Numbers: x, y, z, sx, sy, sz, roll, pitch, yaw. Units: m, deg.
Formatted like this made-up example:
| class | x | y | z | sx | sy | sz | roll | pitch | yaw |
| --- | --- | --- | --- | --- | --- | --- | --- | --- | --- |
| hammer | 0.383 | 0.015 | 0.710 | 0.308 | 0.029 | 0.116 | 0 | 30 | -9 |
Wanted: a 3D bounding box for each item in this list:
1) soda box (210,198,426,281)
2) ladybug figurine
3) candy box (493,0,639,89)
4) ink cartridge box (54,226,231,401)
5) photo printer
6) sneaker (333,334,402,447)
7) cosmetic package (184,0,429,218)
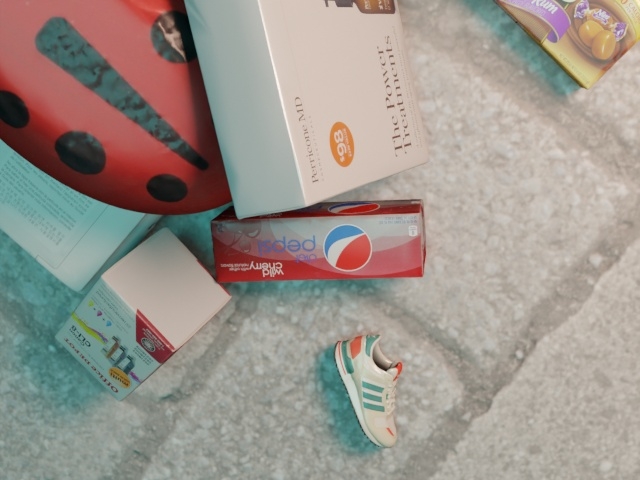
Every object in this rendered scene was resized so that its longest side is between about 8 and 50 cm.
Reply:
| class | x | y | z | sx | sy | sz | roll | pitch | yaw |
| --- | --- | --- | --- | --- | --- | --- | --- | --- | --- |
| soda box | 0.000 | 0.000 | 1.035 | 0.263 | 0.092 | 0.084 | -2 | 105 | 11 |
| ladybug figurine | -0.226 | -0.191 | 0.866 | 0.449 | 0.162 | 0.305 | 37 | 101 | -15 |
| candy box | 0.279 | -0.278 | 0.941 | 0.186 | 0.053 | 0.109 | 44 | 106 | -3 |
| ink cartridge box | -0.230 | 0.098 | 1.050 | 0.128 | 0.127 | 0.176 | 46 | 134 | -2 |
| photo printer | -0.296 | -0.120 | 1.051 | 0.256 | 0.107 | 0.307 | 41 | 106 | -3 |
| sneaker | 0.080 | 0.198 | 1.085 | 0.075 | 0.057 | 0.161 | -22 | 96 | 20 |
| cosmetic package | -0.016 | -0.237 | 0.867 | 0.097 | 0.284 | 0.378 | -8 | 100 | 36 |
